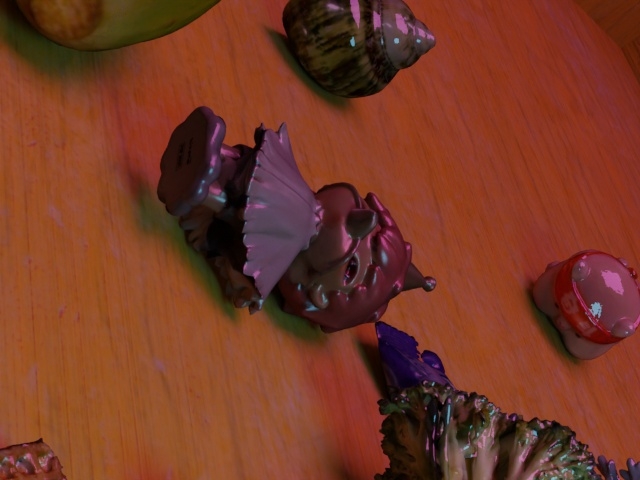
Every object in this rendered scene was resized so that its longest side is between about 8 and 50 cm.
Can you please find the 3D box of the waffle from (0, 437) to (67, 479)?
[{"bbox_3d":[-0.195,0.206,0.876,0.102,0.042,0.148,7,52,-61],"label":"waffle"}]

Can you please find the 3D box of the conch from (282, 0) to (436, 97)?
[{"bbox_3d":[0.056,-0.277,1.821,0.124,0.181,0.187,62,-1,31],"label":"conch"}]

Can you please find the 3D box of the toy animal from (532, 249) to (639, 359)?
[{"bbox_3d":[0.424,0.092,2.052,0.171,0.171,0.198,57,16,4],"label":"toy animal"}]

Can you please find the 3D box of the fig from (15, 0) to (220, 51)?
[{"bbox_3d":[-0.198,-0.320,1.323,0.258,0.258,0.326,46,48,-20],"label":"fig"}]

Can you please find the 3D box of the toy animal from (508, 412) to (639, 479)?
[{"bbox_3d":[0.336,0.335,1.635,0.206,0.081,0.367,-30,84,-48],"label":"toy animal"}]

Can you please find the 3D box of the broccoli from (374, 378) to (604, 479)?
[{"bbox_3d":[0.145,0.287,1.154,0.252,0.221,0.361,52,19,-18],"label":"broccoli"}]

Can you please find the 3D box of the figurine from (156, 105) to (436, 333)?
[{"bbox_3d":[0.000,0.000,1.363,0.387,0.166,0.207,31,50,-37],"label":"figurine"}]

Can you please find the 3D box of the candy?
[{"bbox_3d":[0.139,0.214,1.458,0.145,0.070,0.275,33,28,-53],"label":"candy"}]
